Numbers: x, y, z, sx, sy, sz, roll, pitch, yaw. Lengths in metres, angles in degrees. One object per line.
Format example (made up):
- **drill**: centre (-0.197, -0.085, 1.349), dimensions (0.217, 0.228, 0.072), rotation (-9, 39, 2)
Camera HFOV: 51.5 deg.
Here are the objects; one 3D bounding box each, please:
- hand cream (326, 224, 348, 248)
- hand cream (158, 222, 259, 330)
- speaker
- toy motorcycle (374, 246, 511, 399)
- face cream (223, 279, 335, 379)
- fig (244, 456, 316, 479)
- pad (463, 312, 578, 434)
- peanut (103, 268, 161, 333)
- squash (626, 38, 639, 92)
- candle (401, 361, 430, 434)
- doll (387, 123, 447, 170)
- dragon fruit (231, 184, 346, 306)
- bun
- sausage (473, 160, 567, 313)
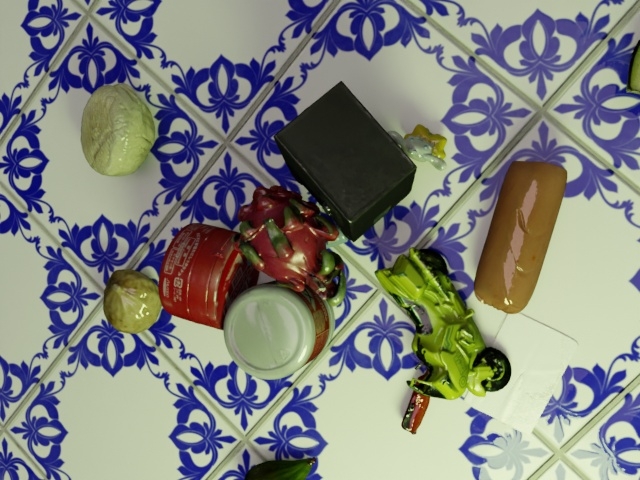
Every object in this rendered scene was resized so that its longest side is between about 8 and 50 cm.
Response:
- **hand cream**: centre (0.000, 0.000, 1.484), dimensions (0.170, 0.043, 0.065), rotation (-19, 48, 18)
- **hand cream**: centre (-0.243, 0.077, 1.468), dimensions (0.149, 0.230, 0.230), rotation (14, 96, 14)
- **speaker**: centre (0.049, -0.145, 1.334), dimensions (0.184, 0.254, 0.232), rotation (-40, 81, -2)
- **toy motorcycle**: centre (0.235, 0.188, 1.373), dimensions (0.206, 0.142, 0.342), rotation (-28, 82, -22)
- **face cream**: centre (-0.086, 0.186, 1.442), dimensions (0.201, 0.187, 0.201), rotation (1, 93, 17)
- **fig**: centre (-0.084, 0.550, 1.512), dimensions (0.177, 0.117, 0.117), rotation (-23, 85, -5)
- **pad**: centre (0.416, 0.277, 1.389), dimensions (0.156, 0.004, 0.232), rotation (27, 100, 14)
- **peanut**: centre (-0.454, 0.148, 1.597), dimensions (0.140, 0.109, 0.159), rotation (19, 109, 26)
- **squash**: centre (0.679, -0.316, 1.257), dimensions (0.191, 0.085, 0.184), rotation (17, 68, 13)
- **candle**: centre (0.213, 0.336, 1.438), dimensions (0.048, 0.053, 0.162), rotation (23, 95, 59)
- **doll**: centre (0.198, -0.194, 1.379), dimensions (0.135, 0.113, 0.071), rotation (21, 119, -5)
- **dragon fruit**: centre (-0.048, 0.006, 1.352), dimensions (0.272, 0.218, 0.198), rotation (30, 58, 2)
- **bun**: centre (-0.470, -0.263, 1.568), dimensions (0.220, 0.134, 0.220), rotation (1, 91, 45)
- **sausage**: centre (0.394, -0.007, 1.323), dimensions (0.121, 0.121, 0.304), rotation (17, 96, 16)
